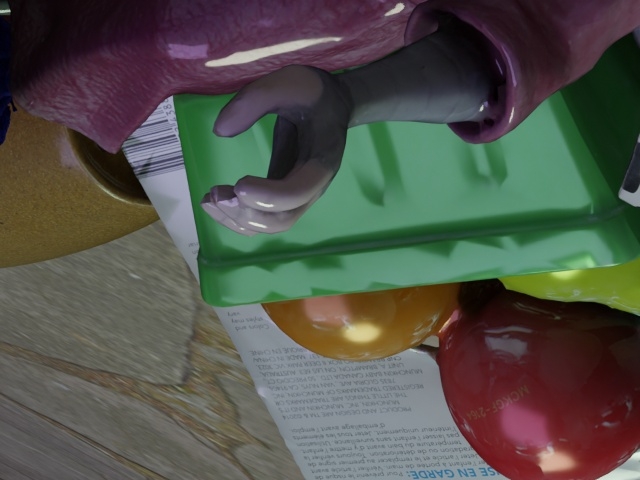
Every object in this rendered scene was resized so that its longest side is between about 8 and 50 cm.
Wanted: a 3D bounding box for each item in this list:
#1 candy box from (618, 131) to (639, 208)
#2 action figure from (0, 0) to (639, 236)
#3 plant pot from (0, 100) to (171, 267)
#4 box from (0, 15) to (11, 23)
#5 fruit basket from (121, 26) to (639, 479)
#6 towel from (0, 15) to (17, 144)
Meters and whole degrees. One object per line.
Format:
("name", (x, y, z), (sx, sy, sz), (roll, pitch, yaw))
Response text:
("candy box", (0.236, -0.046, 0.705), (0.196, 0.165, 0.070), (29, 160, 13))
("action figure", (0.047, -0.113, 0.613), (0.276, 0.248, 0.370), (8, 176, -36))
("plant pot", (-0.158, -0.087, 1.086), (0.237, 0.237, 0.254), (46, 159, -30))
("box", (-0.164, -0.195, 0.936), (0.300, 0.154, 0.142), (14, 131, 41))
("fruit basket", (0.091, 0.018, 0.961), (0.327, 0.165, 0.353), (-8, 130, 30))
("towel", (-0.191, -0.110, 0.721), (0.227, 0.076, 0.308), (54, 180, -12))
